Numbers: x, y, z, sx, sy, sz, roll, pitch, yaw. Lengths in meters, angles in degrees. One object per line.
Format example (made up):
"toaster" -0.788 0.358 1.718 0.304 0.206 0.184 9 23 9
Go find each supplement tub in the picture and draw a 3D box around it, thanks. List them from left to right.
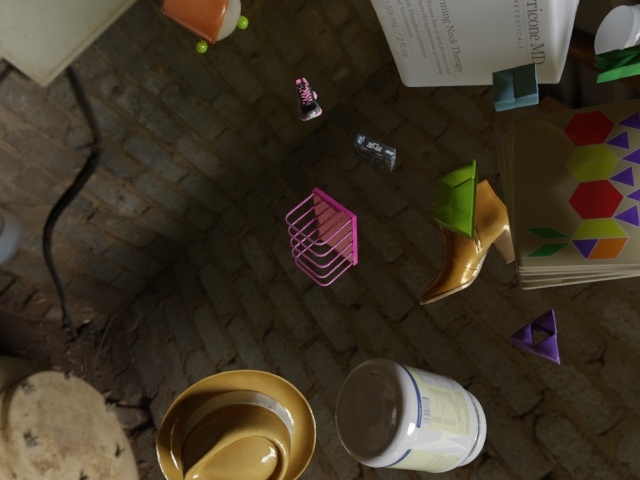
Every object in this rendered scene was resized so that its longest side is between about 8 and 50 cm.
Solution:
"supplement tub" 0.224 0.428 1.150 0.324 0.235 0.235 24 19 -35
"supplement tub" 0.798 -0.488 1.156 0.199 0.144 0.144 6 16 -10

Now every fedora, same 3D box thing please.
"fedora" -0.098 0.249 0.559 0.194 0.194 0.079 47 -1 -10

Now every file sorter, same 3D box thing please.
"file sorter" 0.000 0.000 1.736 0.202 0.182 0.291 38 -25 28

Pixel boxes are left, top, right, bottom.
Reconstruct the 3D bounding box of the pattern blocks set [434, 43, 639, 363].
"pattern blocks set" 0.251 -0.044 0.446 0.285 0.325 0.026 5 -21 31

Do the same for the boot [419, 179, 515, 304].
"boot" 0.319 0.005 1.149 0.211 0.295 0.104 59 21 10

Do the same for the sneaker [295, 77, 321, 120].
"sneaker" -0.030 -0.283 0.941 0.119 0.047 0.057 -105 174 -48

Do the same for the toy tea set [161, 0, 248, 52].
"toy tea set" -0.123 -0.433 0.665 0.124 0.336 0.200 18 62 -20

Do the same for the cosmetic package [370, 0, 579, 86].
"cosmetic package" 0.381 -0.603 1.129 0.393 0.328 0.329 10 -21 32

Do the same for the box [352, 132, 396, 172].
"box" 0.088 -0.140 0.768 0.067 0.018 0.083 25 -2 11
